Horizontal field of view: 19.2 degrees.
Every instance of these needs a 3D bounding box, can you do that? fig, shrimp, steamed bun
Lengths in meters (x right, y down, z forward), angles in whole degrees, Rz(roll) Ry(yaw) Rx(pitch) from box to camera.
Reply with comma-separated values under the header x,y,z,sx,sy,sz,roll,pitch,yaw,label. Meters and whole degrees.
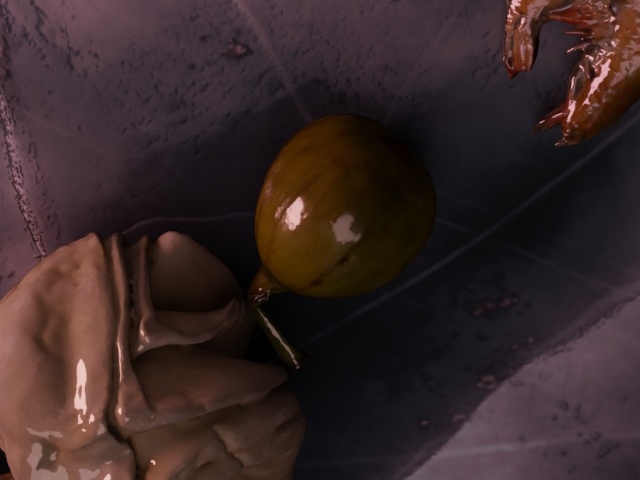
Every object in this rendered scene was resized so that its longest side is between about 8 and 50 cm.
x,y,z,sx,sy,sz,roll,pitch,yaw,label
0.003,-0.013,1.496,0.186,0.142,0.148,-28,133,28,fig
0.203,-0.156,1.451,0.132,0.051,0.187,29,117,7,shrimp
-0.129,0.121,1.530,0.203,0.276,0.289,-42,88,14,steamed bun

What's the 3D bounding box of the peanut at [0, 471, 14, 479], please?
x,y,z,sx,sy,sz,roll,pitch,yaw,label
-0.285,0.252,1.703,0.263,0.101,0.117,-20,137,11,peanut
